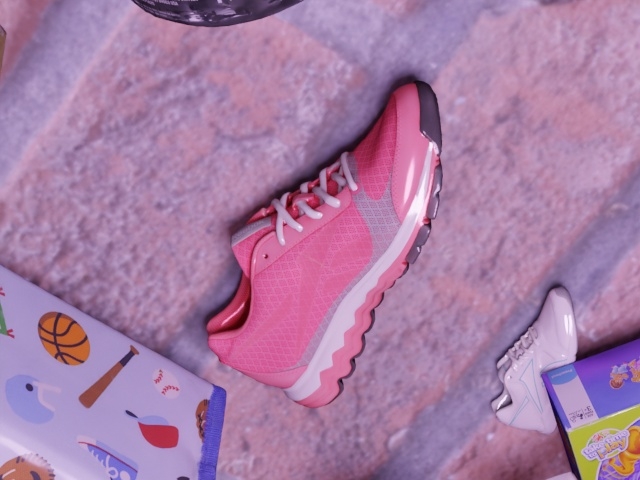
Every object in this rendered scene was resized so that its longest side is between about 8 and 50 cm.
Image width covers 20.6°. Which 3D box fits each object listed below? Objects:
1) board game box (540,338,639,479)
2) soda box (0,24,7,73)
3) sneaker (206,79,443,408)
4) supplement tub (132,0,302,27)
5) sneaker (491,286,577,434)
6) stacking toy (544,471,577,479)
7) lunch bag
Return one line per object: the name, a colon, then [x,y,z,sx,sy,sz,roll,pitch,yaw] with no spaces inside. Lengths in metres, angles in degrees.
board game box: [0.395,0.164,1.590,0.347,0.078,0.233,-21,128,2]
soda box: [-0.282,-0.127,1.329,0.061,0.181,0.058,-31,117,11]
sneaker: [0.000,0.001,1.469,0.136,0.116,0.314,19,115,-14]
supplement tub: [-0.098,-0.319,1.142,0.207,0.207,0.338,-20,139,5]
sneaker: [0.193,0.110,1.584,0.061,0.054,0.152,6,118,-6]
stacking toy: [0.098,0.300,1.635,0.308,0.130,0.280,-10,128,-13]
lunch bag: [-0.321,0.228,1.499,0.328,0.239,0.385,34,126,-22]
